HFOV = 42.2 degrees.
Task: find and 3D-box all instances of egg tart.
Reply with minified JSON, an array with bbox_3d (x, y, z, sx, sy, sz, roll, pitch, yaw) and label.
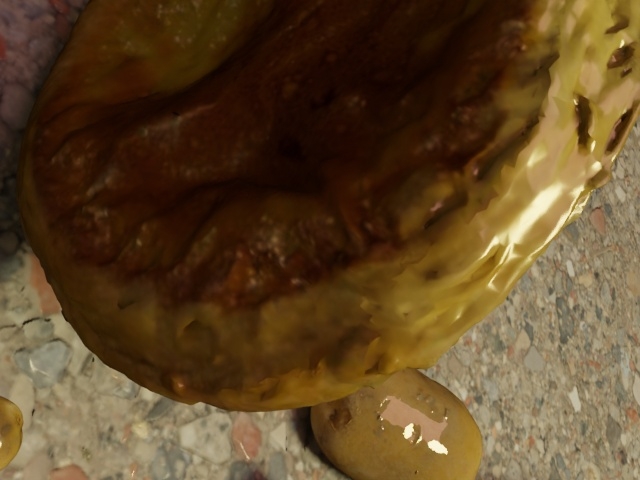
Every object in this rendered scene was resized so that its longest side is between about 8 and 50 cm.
[{"bbox_3d":[0.000,-0.092,0.555,0.178,0.443,0.443,40,52,-52],"label":"egg tart"}]

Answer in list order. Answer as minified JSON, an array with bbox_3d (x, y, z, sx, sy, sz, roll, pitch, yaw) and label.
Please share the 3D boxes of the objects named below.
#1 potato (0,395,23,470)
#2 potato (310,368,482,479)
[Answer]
[{"bbox_3d":[-0.228,0.121,0.513,0.083,0.062,0.068,3,106,-17],"label":"potato"},{"bbox_3d":[0.070,0.176,0.772,0.178,0.118,0.109,38,18,-17],"label":"potato"}]
